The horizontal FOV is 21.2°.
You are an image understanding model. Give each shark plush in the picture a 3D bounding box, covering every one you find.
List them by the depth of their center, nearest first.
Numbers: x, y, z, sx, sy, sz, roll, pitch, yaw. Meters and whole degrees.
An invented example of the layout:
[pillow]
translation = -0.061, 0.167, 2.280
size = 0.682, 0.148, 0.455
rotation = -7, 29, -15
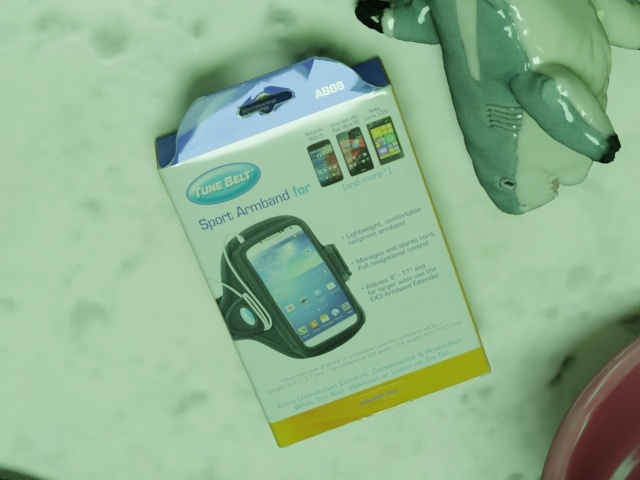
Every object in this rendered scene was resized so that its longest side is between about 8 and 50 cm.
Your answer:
[shark plush]
translation = 0.039, -0.072, 0.533
size = 0.067, 0.073, 0.161
rotation = -22, 130, 39

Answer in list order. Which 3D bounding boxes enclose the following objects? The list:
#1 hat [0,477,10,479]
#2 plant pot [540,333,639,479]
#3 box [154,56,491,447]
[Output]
[hat]
translation = -0.124, 0.247, 0.558
size = 0.331, 0.134, 0.331
rotation = -2, 93, -28
[plant pot]
translation = 0.185, 0.142, 0.606
size = 0.201, 0.201, 0.180
rotation = -16, 136, 0
[box]
translation = 0.000, 0.000, 0.580
size = 0.081, 0.028, 0.136
rotation = -20, 118, 2
